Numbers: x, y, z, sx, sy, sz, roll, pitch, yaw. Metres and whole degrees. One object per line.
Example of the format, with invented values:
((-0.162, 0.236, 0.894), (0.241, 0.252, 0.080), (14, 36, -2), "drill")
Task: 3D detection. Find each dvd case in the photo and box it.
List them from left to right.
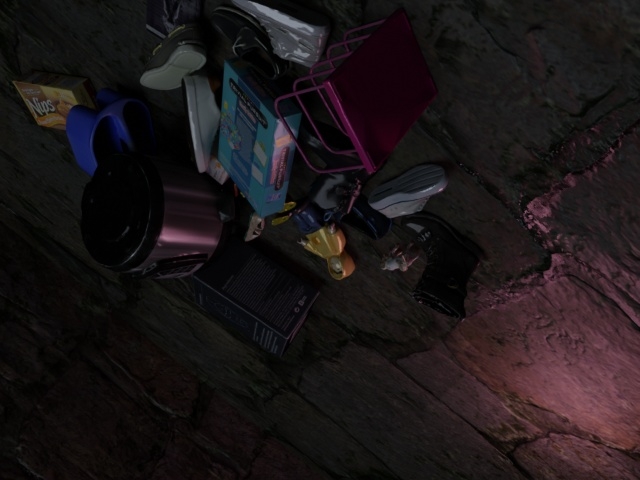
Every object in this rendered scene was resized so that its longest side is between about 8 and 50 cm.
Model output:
((-0.377, -0.591, 1.519), (0.164, 0.018, 0.221), (32, 145, 5), "dvd case")

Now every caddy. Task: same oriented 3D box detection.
((-0.648, -0.315, 1.885), (0.179, 0.241, 0.341), (31, 146, 20), "caddy")

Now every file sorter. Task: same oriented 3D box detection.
((0.074, -0.303, 1.230), (0.182, 0.291, 0.202), (1, 132, 44), "file sorter")

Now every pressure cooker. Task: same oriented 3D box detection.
((-0.478, -0.075, 1.860), (0.370, 0.420, 0.376), (39, 108, 30), "pressure cooker")

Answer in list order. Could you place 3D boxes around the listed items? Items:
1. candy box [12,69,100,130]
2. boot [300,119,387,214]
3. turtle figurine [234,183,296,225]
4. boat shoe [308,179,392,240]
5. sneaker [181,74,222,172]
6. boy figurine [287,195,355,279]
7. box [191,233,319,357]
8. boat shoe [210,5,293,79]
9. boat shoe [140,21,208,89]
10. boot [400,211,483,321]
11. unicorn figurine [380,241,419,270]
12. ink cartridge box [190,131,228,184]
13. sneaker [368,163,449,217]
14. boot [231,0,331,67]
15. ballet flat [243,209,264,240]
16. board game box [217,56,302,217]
((-0.893, -0.475, 2.038), (0.316, 0.088, 0.183), (16, 140, 29), "candy box")
((0.019, -0.174, 1.496), (0.246, 0.094, 0.207), (19, 129, -24), "boot")
((-0.156, -0.157, 1.742), (0.269, 0.087, 0.217), (-47, 63, 40), "turtle figurine")
((0.073, -0.089, 1.648), (0.258, 0.089, 0.109), (25, 144, 17), "boat shoe")
((-0.309, -0.318, 1.640), (0.106, 0.123, 0.290), (-123, 28, -42), "sneaker")
((0.000, 0.000, 1.817), (0.177, 0.092, 0.285), (-16, 117, 46), "boy figurine")
((-0.236, 0.200, 2.108), (0.395, 0.212, 0.293), (32, 155, 5), "box")
((-0.177, -0.478, 1.427), (0.233, 0.079, 0.084), (39, 147, 0), "boat shoe")
((-0.392, -0.481, 1.566), (0.109, 0.091, 0.305), (5, 170, -38), "boat shoe")
((0.288, 0.063, 1.515), (0.262, 0.229, 0.091), (31, 145, 9), "boot")
((0.228, 0.052, 1.658), (0.060, 0.111, 0.162), (42, 145, -7), "unicorn figurine")
((-0.304, -0.249, 1.788), (0.143, 0.090, 0.092), (38, 145, -1), "ink cartridge box")
((0.236, -0.120, 1.490), (0.091, 0.094, 0.258), (33, 154, -27), "sneaker")
((-0.105, -0.483, 1.340), (0.258, 0.095, 0.123), (29, 138, 9), "boot")
((-0.222, -0.040, 1.993), (0.052, 0.057, 0.168), (25, 145, -1), "ballet flat")
((-0.170, -0.267, 1.550), (0.254, 0.079, 0.336), (51, 147, 28), "board game box")
